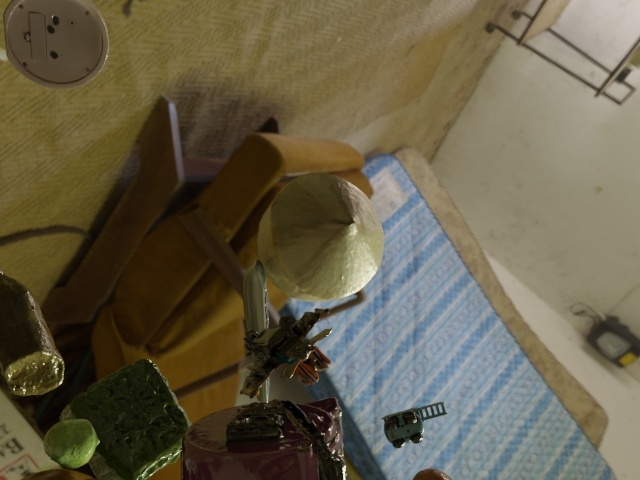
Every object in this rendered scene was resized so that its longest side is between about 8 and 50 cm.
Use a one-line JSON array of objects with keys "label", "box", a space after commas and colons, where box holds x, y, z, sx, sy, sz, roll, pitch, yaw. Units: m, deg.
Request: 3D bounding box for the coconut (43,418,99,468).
[{"label": "coconut", "box": [-0.435, 0.357, 1.079, 0.096, 0.088, 0.088, 19, 117, -40]}]

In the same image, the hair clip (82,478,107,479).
[{"label": "hair clip", "box": [-0.284, 0.345, 0.803, 0.054, 0.137, 0.022, -61, 143, -44]}]

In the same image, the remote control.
[{"label": "remote control", "box": [-0.144, 0.204, 1.374, 0.109, 0.055, 0.313, -104, -168, -78]}]

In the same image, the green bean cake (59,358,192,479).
[{"label": "green bean cake", "box": [-0.419, 0.411, 1.353, 0.125, 0.248, 0.222, -38, 174, 41]}]

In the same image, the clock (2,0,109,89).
[{"label": "clock", "box": [-0.528, -0.408, 1.228, 0.197, 0.068, 0.196, -8, 118, -16]}]

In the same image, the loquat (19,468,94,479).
[{"label": "loquat", "box": [-0.467, 0.535, 1.055, 0.263, 0.263, 0.263, -44, 165, -15]}]

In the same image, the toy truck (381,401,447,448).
[{"label": "toy truck", "box": [0.195, 0.372, 1.254, 0.136, 0.063, 0.074, -15, -173, 4]}]

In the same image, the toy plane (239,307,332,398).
[{"label": "toy plane", "box": [-0.058, 0.122, 0.712, 0.135, 0.062, 0.188, -44, -154, -24]}]

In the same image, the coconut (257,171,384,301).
[{"label": "coconut", "box": [0.000, 0.000, 1.417, 0.329, 0.329, 0.329, -44, 165, -15]}]

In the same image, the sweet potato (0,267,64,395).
[{"label": "sweet potato", "box": [-0.815, 0.236, 1.651, 0.158, 0.369, 0.158, -25, 165, -7]}]

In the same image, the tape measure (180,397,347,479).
[{"label": "tape measure", "box": [-0.076, 0.303, 0.861, 0.245, 0.232, 0.149, -138, -134, -85]}]

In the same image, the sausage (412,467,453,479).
[{"label": "sausage", "box": [0.290, 0.612, 1.402, 0.113, 0.113, 0.259, -46, -158, -8]}]
